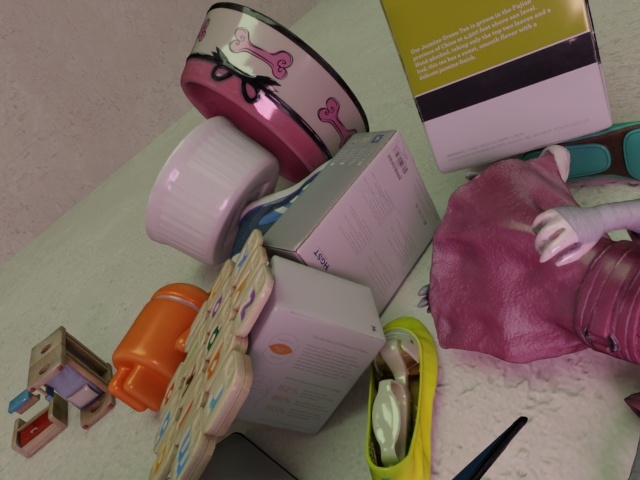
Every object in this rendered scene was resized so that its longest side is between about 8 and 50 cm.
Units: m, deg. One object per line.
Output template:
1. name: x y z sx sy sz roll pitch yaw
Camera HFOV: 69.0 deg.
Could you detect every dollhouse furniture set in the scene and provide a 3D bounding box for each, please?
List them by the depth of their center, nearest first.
1. dollhouse furniture set: -0.477 0.276 0.805 0.183 0.129 0.129 -39 32 -9

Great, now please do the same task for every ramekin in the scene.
1. ramekin: -0.197 -0.085 0.907 0.277 0.135 0.277 -58 -6 -9

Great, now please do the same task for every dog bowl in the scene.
1. dog bowl: -0.107 -0.272 0.966 0.150 0.408 0.408 -54 35 -7

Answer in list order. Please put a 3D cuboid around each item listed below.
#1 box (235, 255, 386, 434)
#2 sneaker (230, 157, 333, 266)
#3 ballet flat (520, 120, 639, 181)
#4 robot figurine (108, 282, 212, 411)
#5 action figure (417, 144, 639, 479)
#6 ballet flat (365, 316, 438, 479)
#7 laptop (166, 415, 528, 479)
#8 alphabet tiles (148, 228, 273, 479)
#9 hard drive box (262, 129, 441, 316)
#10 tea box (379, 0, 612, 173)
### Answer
1. box: -0.029 0.124 0.532 0.171 0.130 0.091 -59 22 27
2. sneaker: -0.001 0.000 0.756 0.322 0.130 0.236 -21 43 15
3. ballet flat: 0.386 -0.120 0.589 0.247 0.083 0.087 5 41 45
4. robot figurine: -0.240 0.159 0.748 0.158 0.128 0.220 114 179 -48
5. action figure: 0.267 0.061 0.409 0.275 0.248 0.370 -19 23 -28
6. ballet flat: 0.084 0.156 0.501 0.077 0.077 0.231 -16 36 24
7. laptop: -0.137 0.241 0.319 0.381 0.237 0.407 -24 21 -36
8. alphabet tiles: -0.125 0.130 0.537 0.278 0.021 0.284 -60 21 11
9. hard drive box: 0.052 -0.010 0.652 0.089 0.181 0.232 9 51 48
10. tea box: 0.253 -0.322 0.673 0.219 0.324 0.329 -13 21 31
